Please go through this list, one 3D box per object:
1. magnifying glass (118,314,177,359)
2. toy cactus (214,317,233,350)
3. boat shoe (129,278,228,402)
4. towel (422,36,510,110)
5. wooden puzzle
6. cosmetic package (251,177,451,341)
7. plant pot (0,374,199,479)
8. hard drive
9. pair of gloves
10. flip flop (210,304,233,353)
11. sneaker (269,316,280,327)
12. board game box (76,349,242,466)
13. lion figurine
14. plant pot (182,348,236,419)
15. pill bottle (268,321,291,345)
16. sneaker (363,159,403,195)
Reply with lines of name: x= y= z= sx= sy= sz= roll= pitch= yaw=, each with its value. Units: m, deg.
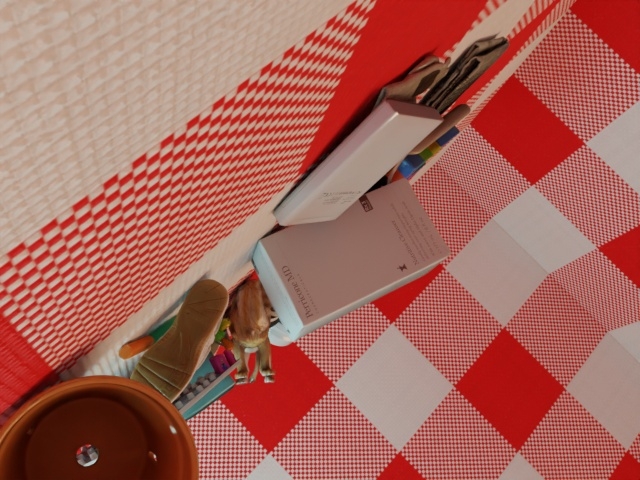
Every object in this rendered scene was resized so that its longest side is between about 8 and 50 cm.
magnifying glass: x=-0.317 y=0.186 z=1.247 sx=0.092 sy=0.026 sz=0.231 roll=-46 pitch=177 yaw=9
toy cactus: x=-0.296 y=0.241 z=1.494 sx=0.180 sy=0.112 sz=0.219 roll=-30 pitch=177 yaw=-30
boat shoe: x=-0.251 y=0.203 z=1.221 sx=0.277 sy=0.098 sz=0.096 roll=-55 pitch=171 yaw=-7
towel: x=0.333 y=-0.389 z=1.694 sx=0.312 sy=0.056 sz=0.324 roll=-45 pitch=178 yaw=34
wooden puzzle: x=0.235 y=-0.209 z=1.805 sx=0.322 sy=0.081 sz=0.347 roll=-40 pitch=-178 yaw=-40
cosmetic package: x=0.063 y=0.040 z=1.468 sx=0.384 sy=0.217 sz=0.156 roll=-26 pitch=168 yaw=-22
plant pot: x=-0.344 y=0.340 z=0.989 sx=0.291 sy=0.291 sz=0.203 roll=-43 pitch=-169 yaw=-19
hard drive: x=0.071 y=-0.139 z=1.234 sx=0.307 sy=0.040 sz=0.203 roll=-43 pitch=162 yaw=29
pair of gloves: x=0.144 y=-0.250 z=1.260 sx=0.204 sy=0.042 sz=0.240 roll=-35 pitch=164 yaw=-30
flip flop: x=-0.263 y=0.262 z=1.927 sx=0.277 sy=0.080 sz=0.112 roll=-48 pitch=175 yaw=29
sneaker: x=-0.157 y=0.171 z=1.954 sx=0.146 sy=0.122 sz=0.330 roll=-16 pitch=155 yaw=-48
board game box: x=-0.406 y=0.390 z=1.465 sx=0.389 sy=0.050 sz=0.390 roll=-30 pitch=180 yaw=18
lion figurine: x=-0.185 y=0.259 z=1.792 sx=0.142 sy=0.241 sz=0.392 roll=-4 pitch=162 yaw=-14
plant pot: x=-0.374 y=0.404 z=1.778 sx=0.234 sy=0.165 sz=0.166 roll=-39 pitch=173 yaw=-20
pill bottle: x=-0.057 y=0.170 z=2.100 sx=0.363 sy=0.210 sz=0.210 roll=-47 pitch=174 yaw=35
sneaker: x=0.159 y=-0.198 z=1.542 sx=0.121 sy=0.099 sz=0.262 roll=-46 pitch=178 yaw=-37
